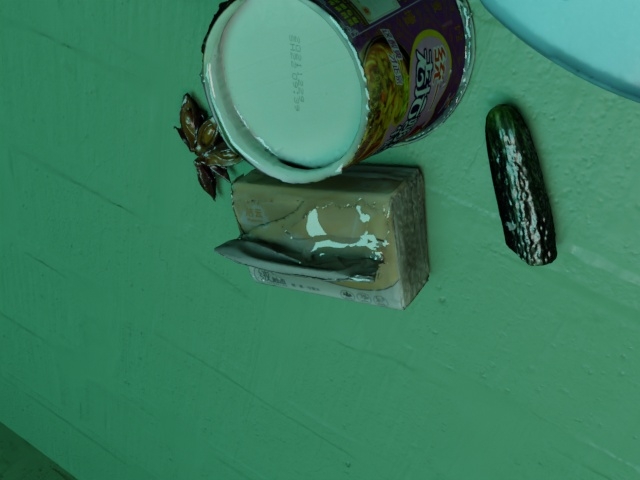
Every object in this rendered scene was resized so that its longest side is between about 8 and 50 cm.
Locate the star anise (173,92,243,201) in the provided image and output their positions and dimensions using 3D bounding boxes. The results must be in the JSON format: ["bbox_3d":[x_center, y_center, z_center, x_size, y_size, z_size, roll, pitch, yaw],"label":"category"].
[{"bbox_3d":[-0.199,-0.179,1.193,0.157,0.053,0.212,-11,109,38],"label":"star anise"}]

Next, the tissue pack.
[{"bbox_3d":[0.000,0.000,1.057,0.306,0.238,0.238,8,121,30],"label":"tissue pack"}]

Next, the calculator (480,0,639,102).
[{"bbox_3d":[0.364,-0.309,0.748,0.386,0.054,0.256,35,130,12],"label":"calculator"}]

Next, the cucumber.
[{"bbox_3d":[0.288,-0.082,0.921,0.075,0.074,0.241,-6,110,36],"label":"cucumber"}]

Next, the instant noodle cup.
[{"bbox_3d":[0.011,-0.245,0.877,0.340,0.266,0.339,16,123,26],"label":"instant noodle cup"}]
